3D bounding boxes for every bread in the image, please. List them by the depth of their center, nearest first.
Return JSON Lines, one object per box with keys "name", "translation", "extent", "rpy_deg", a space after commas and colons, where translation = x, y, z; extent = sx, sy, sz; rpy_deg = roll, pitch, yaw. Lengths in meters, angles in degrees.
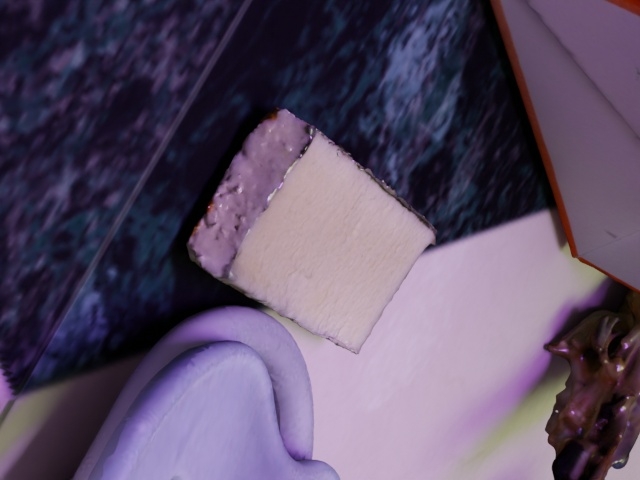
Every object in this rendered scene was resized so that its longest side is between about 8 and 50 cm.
{"name": "bread", "translation": [0.000, 0.000, 0.708], "extent": [0.068, 0.028, 0.153], "rpy_deg": [-58, 153, -1]}

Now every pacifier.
{"name": "pacifier", "translation": [0.005, 0.155, 0.668], "extent": [0.287, 0.225, 0.238], "rpy_deg": [70, 38, -57]}

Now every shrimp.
{"name": "shrimp", "translation": [0.162, 0.060, 1.000], "extent": [0.262, 0.066, 0.117], "rpy_deg": [-43, 136, -56]}

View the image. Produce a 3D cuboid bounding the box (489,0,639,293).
{"name": "box", "translation": [0.295, -0.076, 0.771], "extent": [0.257, 0.348, 0.318], "rpy_deg": [-52, 150, -13]}
